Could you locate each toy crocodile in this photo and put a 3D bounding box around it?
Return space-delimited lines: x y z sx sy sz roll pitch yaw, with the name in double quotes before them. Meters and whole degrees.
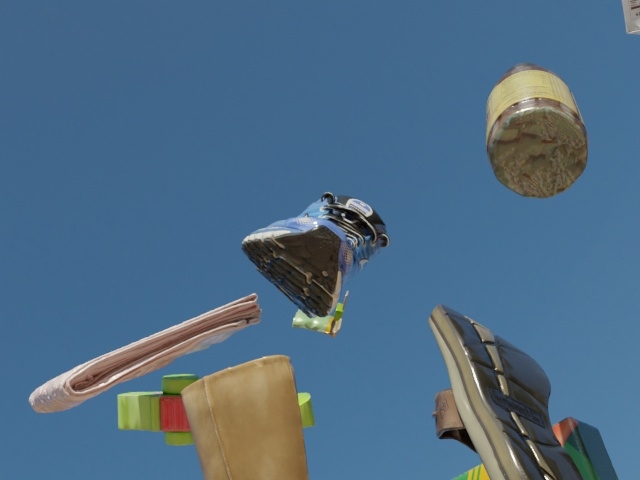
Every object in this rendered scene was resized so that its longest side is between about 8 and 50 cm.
"toy crocodile" -0.176 0.291 1.786 0.340 0.105 0.115 3 -89 5

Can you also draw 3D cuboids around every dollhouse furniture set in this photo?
"dollhouse furniture set" 0.005 0.101 1.749 0.076 0.152 0.059 16 -73 2

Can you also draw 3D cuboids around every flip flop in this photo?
"flip flop" 0.129 0.143 0.814 0.112 0.277 0.080 29 -66 -24

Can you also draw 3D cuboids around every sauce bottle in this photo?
"sauce bottle" 0.253 -0.146 1.271 0.111 0.344 0.112 3 -71 9

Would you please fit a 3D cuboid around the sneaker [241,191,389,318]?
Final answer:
"sneaker" 0.000 0.000 1.244 0.129 0.330 0.147 41 -95 0

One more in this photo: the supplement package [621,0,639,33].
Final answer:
"supplement package" 0.537 -0.441 1.513 0.198 0.263 0.199 -9 3 34

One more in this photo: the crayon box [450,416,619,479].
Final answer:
"crayon box" 0.266 0.383 1.176 0.202 0.319 0.081 -36 -39 25

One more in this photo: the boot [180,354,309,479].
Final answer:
"boot" -0.103 0.283 1.121 0.236 0.270 0.089 -20 -16 14

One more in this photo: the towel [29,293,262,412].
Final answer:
"towel" -0.274 0.182 1.625 0.316 0.053 0.332 -22 -4 -26
